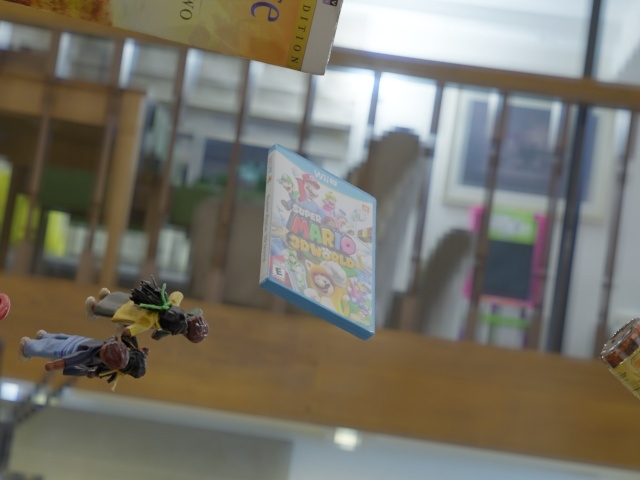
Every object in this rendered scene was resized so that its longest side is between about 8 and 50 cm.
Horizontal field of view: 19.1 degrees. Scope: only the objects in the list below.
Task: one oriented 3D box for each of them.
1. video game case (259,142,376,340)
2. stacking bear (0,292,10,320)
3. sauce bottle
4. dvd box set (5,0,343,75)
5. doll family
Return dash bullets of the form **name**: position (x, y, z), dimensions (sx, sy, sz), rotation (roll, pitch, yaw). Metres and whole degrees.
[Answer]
- **video game case**: position (0.000, 0.000, 1.707), dimensions (0.119, 0.166, 0.015), rotation (28, -48, -26)
- **stacking bear**: position (-0.406, 0.034, 1.673), dimensions (0.289, 0.164, 0.175), rotation (20, 37, 33)
- **sauce bottle**: position (0.242, 0.107, 1.258), dimensions (0.128, 0.042, 0.042), rotation (43, -11, -4)
- **dvd box set**: position (-0.167, -0.312, 1.567), dimensions (0.420, 0.062, 0.308), rotation (14, -48, -2)
- **doll family**: position (-0.176, 0.086, 1.690), dimensions (0.111, 0.076, 0.193), rotation (9, 34, 36)
